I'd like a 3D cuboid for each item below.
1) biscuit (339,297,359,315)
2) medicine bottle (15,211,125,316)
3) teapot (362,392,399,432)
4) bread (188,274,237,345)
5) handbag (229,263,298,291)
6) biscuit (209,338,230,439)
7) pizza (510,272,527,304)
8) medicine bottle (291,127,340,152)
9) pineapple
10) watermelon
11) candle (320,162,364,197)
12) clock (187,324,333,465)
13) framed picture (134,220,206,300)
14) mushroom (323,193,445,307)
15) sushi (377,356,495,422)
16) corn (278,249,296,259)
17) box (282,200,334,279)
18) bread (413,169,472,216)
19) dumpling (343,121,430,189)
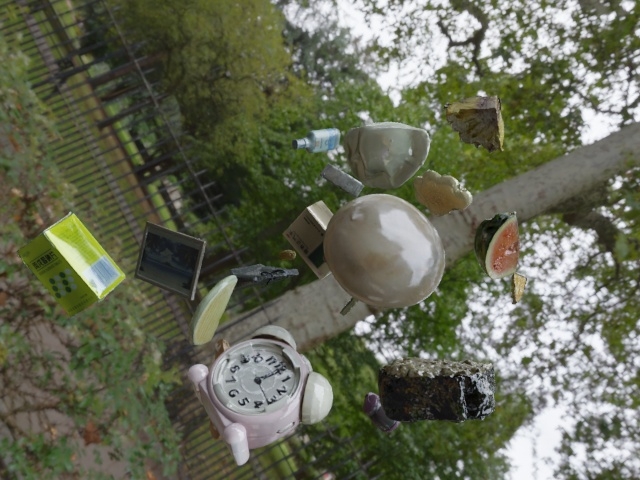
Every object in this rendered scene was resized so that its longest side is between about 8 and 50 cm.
[{"bbox_3d":[0.163,0.254,2.565,0.041,0.121,0.199,39,-42,3],"label":"biscuit"},{"bbox_3d":[-0.702,0.068,1.626,0.250,0.137,0.141,56,30,-14],"label":"medicine bottle"},{"bbox_3d":[0.232,0.640,2.193,0.146,0.116,0.148,39,39,-18],"label":"teapot"},{"bbox_3d":[-0.263,0.169,1.315,0.036,0.192,0.112,31,23,15],"label":"bread"},{"bbox_3d":[-0.217,0.136,2.148,0.175,0.270,0.088,-5,-89,34],"label":"handbag"},{"bbox_3d":[-0.348,0.531,1.998,0.216,0.047,0.339,24,-76,57],"label":"biscuit"},{"bbox_3d":[0.624,0.135,1.828,0.026,0.123,0.108,4,-46,39],"label":"pizza"},{"bbox_3d":[-0.016,-0.388,2.251,0.054,0.209,0.090,40,-48,39],"label":"medicine bottle"},{"bbox_3d":[0.522,-0.391,1.876,0.186,0.237,0.114,-45,-153,49],"label":"pineapple"},{"bbox_3d":[0.609,0.022,2.054,0.128,0.159,0.303,45,-18,46],"label":"watermelon"},{"bbox_3d":[0.096,-0.224,2.228,0.169,0.068,0.192,37,8,36],"label":"candle"},{"bbox_3d":[-0.165,0.419,1.624,0.342,0.326,0.183,47,-25,33],"label":"clock"},{"bbox_3d":[-0.574,0.073,2.179,0.315,0.231,0.024,16,6,31],"label":"framed picture"},{"bbox_3d":[0.176,0.045,1.678,0.362,0.363,0.294,58,-36,22],"label":"mushroom"},{"bbox_3d":[0.347,0.441,1.725,0.211,0.351,0.170,-35,123,-78],"label":"sushi"},{"bbox_3d":[-0.122,0.054,2.082,0.092,0.037,0.037,-10,-73,59],"label":"corn"},{"bbox_3d":[0.000,0.000,1.955,0.212,0.095,0.168,50,-49,7],"label":"box"},{"bbox_3d":[0.407,-0.163,1.998,0.182,0.039,0.251,41,-20,-10],"label":"bread"},{"bbox_3d":[0.178,-0.226,1.541,0.252,0.131,0.179,3,-84,30],"label":"dumpling"}]
